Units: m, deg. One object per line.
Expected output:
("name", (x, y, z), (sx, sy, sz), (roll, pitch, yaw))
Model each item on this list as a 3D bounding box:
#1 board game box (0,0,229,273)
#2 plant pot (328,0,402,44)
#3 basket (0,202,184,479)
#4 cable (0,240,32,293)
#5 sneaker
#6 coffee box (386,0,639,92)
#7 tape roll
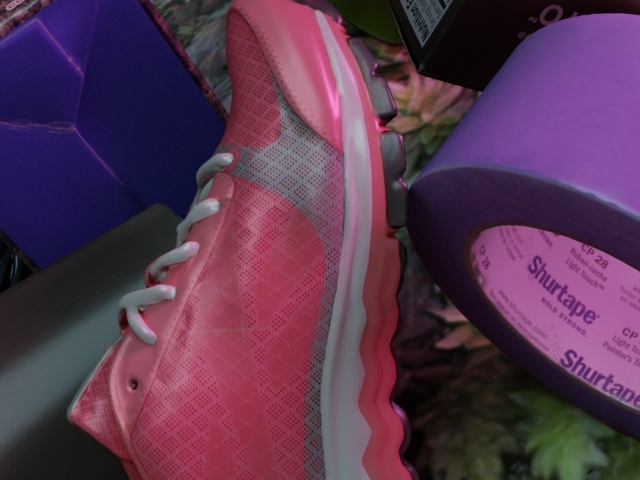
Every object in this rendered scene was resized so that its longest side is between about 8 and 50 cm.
("board game box", (-0.167, -0.102, 0.690), (0.141, 0.232, 0.291), (-36, 42, -2))
("plant pot", (0.057, -0.330, 0.690), (0.293, 0.275, 0.275), (-46, 42, 0))
("basket", (-0.133, 0.098, 0.546), (0.227, 0.154, 0.204), (-40, 66, -12))
("cable", (-0.279, 0.033, 0.786), (0.150, 0.047, 0.184), (6, 53, 31))
("sneaker", (-0.037, 0.036, 0.444), (0.136, 0.116, 0.314), (-2, 82, -12))
("coffee box", (0.168, -0.205, 0.500), (0.297, 0.168, 0.119), (-58, 35, 38))
("tape roll", (0.132, 0.007, 0.425), (0.189, 0.189, 0.080), (21, 65, 43))
